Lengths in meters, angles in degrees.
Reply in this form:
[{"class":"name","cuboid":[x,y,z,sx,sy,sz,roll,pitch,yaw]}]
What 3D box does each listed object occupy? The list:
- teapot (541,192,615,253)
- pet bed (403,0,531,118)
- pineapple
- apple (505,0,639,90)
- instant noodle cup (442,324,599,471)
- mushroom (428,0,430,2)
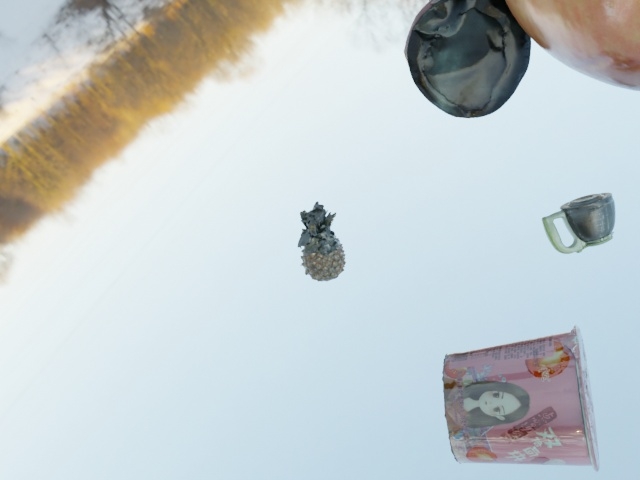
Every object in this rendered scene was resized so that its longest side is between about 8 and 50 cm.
[{"class":"teapot","cuboid":[0.466,-0.029,1.492,0.124,0.090,0.092,-16,-175,23]},{"class":"pet bed","cuboid":[0.224,-0.287,1.275,0.201,0.201,0.053,-41,-161,14]},{"class":"pineapple","cuboid":[0.000,0.000,1.264,0.074,0.074,0.159,-53,156,-24]},{"class":"apple","cuboid":[0.419,-0.375,1.060,0.391,0.346,0.391,-25,-135,27]},{"class":"instant noodle cup","cuboid":[0.338,0.274,1.420,0.231,0.243,0.243,-9,-149,18]},{"class":"mushroom","cuboid":[0.295,-0.463,1.440,0.267,0.190,0.164,-36,-144,27]}]
